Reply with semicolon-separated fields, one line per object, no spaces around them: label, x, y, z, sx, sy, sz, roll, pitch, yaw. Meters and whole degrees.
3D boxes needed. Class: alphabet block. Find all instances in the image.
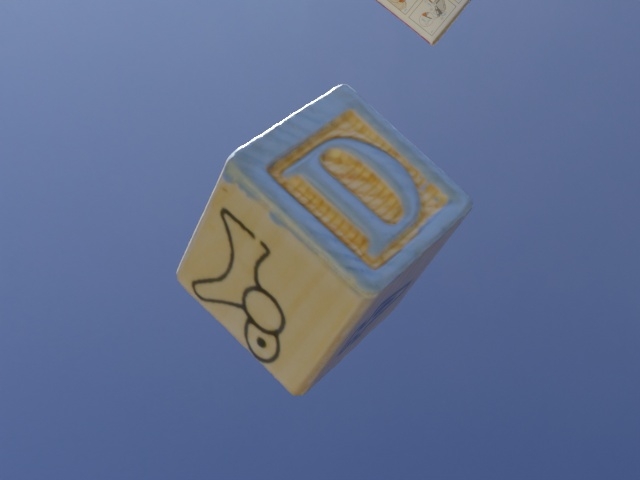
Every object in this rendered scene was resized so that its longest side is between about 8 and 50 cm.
alphabet block;0.000;0.000;0.992;0.192;0.193;0.197;45;-41;11

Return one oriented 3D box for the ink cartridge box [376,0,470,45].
ink cartridge box;0.026;-0.407;1.178;0.130;0.309;0.272;-50;-150;16
